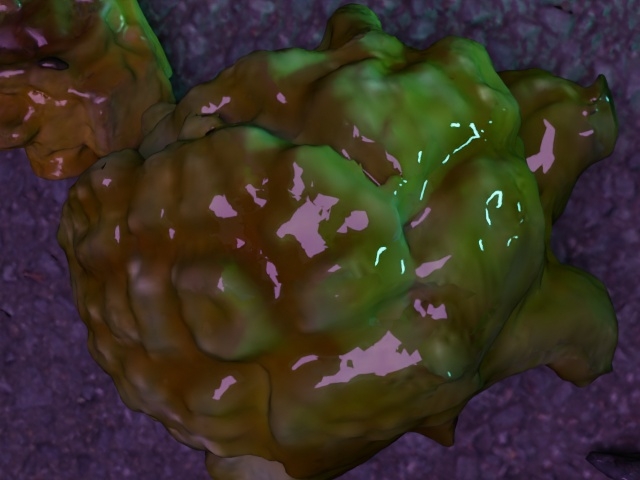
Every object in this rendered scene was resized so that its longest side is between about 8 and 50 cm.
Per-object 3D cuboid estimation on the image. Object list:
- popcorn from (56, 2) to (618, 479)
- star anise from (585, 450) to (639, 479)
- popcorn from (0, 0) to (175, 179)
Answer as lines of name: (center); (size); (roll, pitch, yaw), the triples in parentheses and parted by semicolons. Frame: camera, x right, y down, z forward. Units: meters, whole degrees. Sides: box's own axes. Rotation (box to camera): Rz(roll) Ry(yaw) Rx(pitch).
popcorn: (0.007, -0.004, 0.718); (0.335, 0.279, 0.274); (-32, 68, 25)
star anise: (0.267, 0.164, 0.776); (0.181, 0.061, 0.204); (42, 102, 6)
popcorn: (-0.181, -0.122, 0.818); (0.148, 0.152, 0.167); (-39, 85, -19)
